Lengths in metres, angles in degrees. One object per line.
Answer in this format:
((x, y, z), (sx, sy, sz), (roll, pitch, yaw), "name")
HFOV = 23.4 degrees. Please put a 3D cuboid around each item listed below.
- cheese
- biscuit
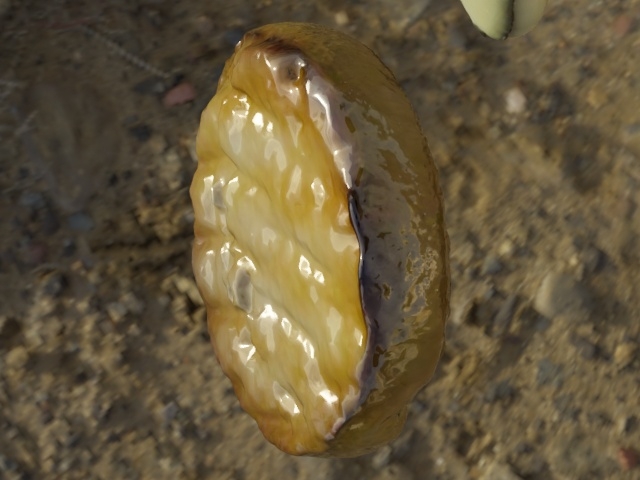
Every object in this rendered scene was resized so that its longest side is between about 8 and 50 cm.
((0.148, -0.243, 1.226), (0.054, 0.251, 0.127), (-32, 85, -10), "cheese")
((0.000, 0.000, 1.049), (0.296, 0.102, 0.296), (25, 119, 60), "biscuit")
